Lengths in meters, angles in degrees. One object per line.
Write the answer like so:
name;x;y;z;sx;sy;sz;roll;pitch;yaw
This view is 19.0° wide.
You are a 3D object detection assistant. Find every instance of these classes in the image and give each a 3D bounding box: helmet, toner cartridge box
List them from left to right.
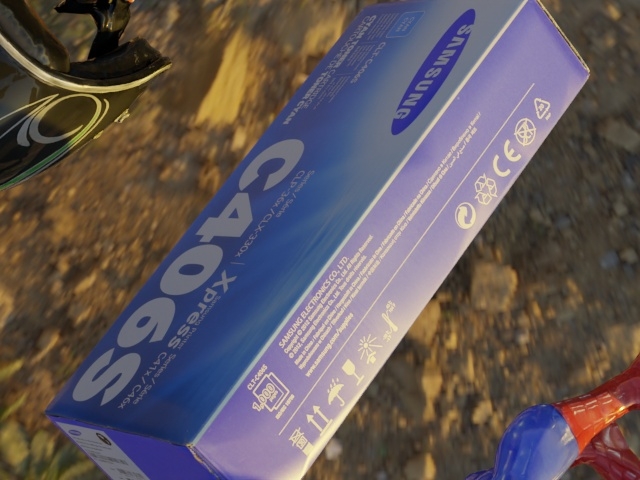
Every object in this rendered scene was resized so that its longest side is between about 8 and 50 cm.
helmet;-0.164;-0.095;0.848;0.161;0.169;0.169;-22;103;36
toner cartridge box;0.000;0.000;1.133;0.075;0.165;0.348;50;64;-28

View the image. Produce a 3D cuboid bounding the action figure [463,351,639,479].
action figure;0.042;0.147;0.641;0.280;0.091;0.139;-21;66;-31
